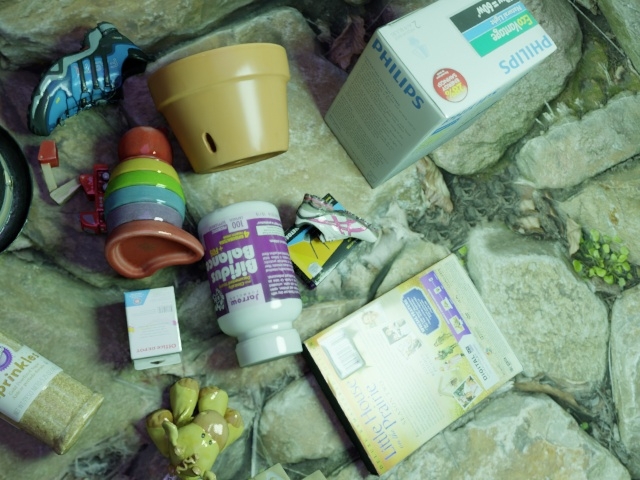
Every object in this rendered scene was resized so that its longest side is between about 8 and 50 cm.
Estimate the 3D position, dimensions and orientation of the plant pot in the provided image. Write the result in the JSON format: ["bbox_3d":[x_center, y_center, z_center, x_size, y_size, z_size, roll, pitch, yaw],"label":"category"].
[{"bbox_3d":[-0.186,-0.259,1.236,0.290,0.291,0.204,-17,95,-21],"label":"plant pot"}]

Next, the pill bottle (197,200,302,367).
[{"bbox_3d":[-0.132,0.088,1.180,0.169,0.169,0.302,-11,75,-20],"label":"pill bottle"}]

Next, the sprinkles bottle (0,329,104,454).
[{"bbox_3d":[-0.556,0.225,1.033,0.355,0.121,0.121,35,66,-4],"label":"sprinkles bottle"}]

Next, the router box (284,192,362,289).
[{"bbox_3d":[0.000,0.000,1.316,0.133,0.046,0.179,46,65,1],"label":"router box"}]

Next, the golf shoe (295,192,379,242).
[{"bbox_3d":[0.034,-0.030,1.283,0.186,0.067,0.086,24,93,-10],"label":"golf shoe"}]

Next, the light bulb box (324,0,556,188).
[{"bbox_3d":[0.247,-0.346,1.333,0.358,0.361,0.225,-34,85,-24],"label":"light bulb box"}]

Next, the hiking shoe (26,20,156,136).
[{"bbox_3d":[-0.478,-0.323,1.239,0.132,0.113,0.304,31,66,-4],"label":"hiking shoe"}]

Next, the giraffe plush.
[{"bbox_3d":[-0.226,0.354,1.064,0.181,0.170,0.210,23,68,-9],"label":"giraffe plush"}]

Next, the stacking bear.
[{"bbox_3d":[-0.343,-0.098,1.180,0.175,0.164,0.289,-17,60,12],"label":"stacking bear"}]

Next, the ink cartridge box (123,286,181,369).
[{"bbox_3d":[-0.319,0.171,1.139,0.092,0.090,0.143,-6,75,-18],"label":"ink cartridge box"}]

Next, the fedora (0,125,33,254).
[{"bbox_3d":[-0.694,-0.111,1.082,0.334,0.152,0.334,5,71,-15],"label":"fedora"}]

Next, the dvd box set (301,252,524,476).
[{"bbox_3d":[0.202,0.253,1.288,0.420,0.062,0.308,-28,83,-23],"label":"dvd box set"}]

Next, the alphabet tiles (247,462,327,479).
[{"bbox_3d":[-0.065,0.547,1.018,0.285,0.011,0.342,-23,40,-22],"label":"alphabet tiles"}]

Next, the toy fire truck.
[{"bbox_3d":[-0.490,-0.104,1.200,0.135,0.047,0.192,-3,74,-18],"label":"toy fire truck"}]
